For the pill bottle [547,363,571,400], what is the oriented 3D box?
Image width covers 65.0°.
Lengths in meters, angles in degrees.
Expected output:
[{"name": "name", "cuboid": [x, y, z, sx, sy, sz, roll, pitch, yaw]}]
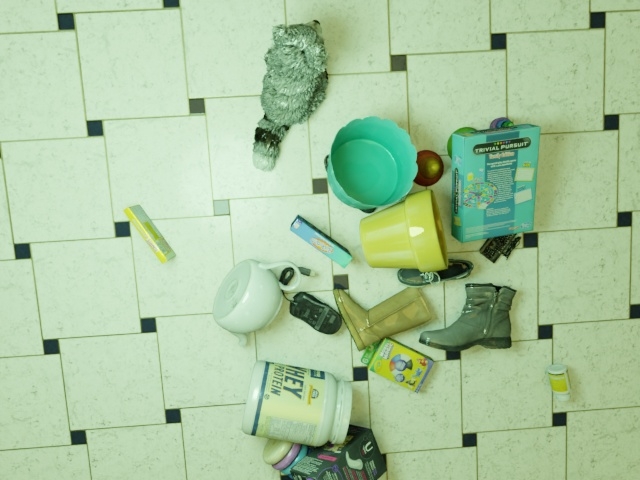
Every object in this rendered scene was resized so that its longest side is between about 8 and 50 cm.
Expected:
[{"name": "pill bottle", "cuboid": [0.838, 0.497, 1.756, 0.065, 0.065, 0.116, -16, 97, -1]}]

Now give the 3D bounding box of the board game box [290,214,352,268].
[{"name": "board game box", "cuboid": [0.000, 0.000, 1.607, 0.210, 0.160, 0.047, 35, 95, -6]}]

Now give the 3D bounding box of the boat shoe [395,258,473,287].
[{"name": "boat shoe", "cuboid": [0.379, 0.104, 1.665, 0.254, 0.079, 0.095, -2, 74, -3]}]

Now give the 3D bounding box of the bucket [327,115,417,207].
[{"name": "bucket", "cuboid": [0.150, -0.227, 1.551, 0.281, 0.183, 0.281, 0, 86, -7]}]

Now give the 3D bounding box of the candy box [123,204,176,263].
[{"name": "candy box", "cuboid": [-0.544, -0.022, 1.607, 0.027, 0.105, 0.206, -34, 97, 2]}]

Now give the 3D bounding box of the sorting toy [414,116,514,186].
[{"name": "sorting toy", "cuboid": [0.462, -0.292, 1.609, 0.365, 0.126, 0.127, -29, 97, 2]}]

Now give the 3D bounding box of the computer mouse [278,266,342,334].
[{"name": "computer mouse", "cuboid": [-0.033, 0.191, 1.683, 0.262, 0.060, 0.184, 22, 100, 6]}]

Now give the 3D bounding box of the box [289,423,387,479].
[{"name": "box", "cuboid": [0.062, 0.751, 1.646, 0.270, 0.143, 0.165, -24, 96, -38]}]

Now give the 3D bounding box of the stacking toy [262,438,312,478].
[{"name": "stacking toy", "cuboid": [-0.040, 0.793, 1.727, 0.141, 0.141, 0.330, -44, 102, 3]}]

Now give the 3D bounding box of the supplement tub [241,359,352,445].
[{"name": "supplement tub", "cuboid": [-0.076, 0.532, 1.633, 0.325, 0.235, 0.235, 11, 97, -4]}]

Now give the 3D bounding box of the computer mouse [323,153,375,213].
[{"name": "computer mouse", "cuboid": [0.097, -0.185, 1.648, 0.071, 0.041, 0.242, -43, 96, 4]}]

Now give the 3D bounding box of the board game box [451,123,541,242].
[{"name": "board game box", "cuboid": [0.543, -0.178, 1.571, 0.253, 0.079, 0.336, -9, 112, -10]}]

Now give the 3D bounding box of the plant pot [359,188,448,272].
[{"name": "plant pot", "cuboid": [0.258, -0.015, 1.581, 0.239, 0.254, 0.254, -11, 98, 18]}]

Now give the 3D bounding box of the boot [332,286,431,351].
[{"name": "boot", "cuboid": [0.202, 0.218, 1.687, 0.269, 0.089, 0.236, -26, 92, -5]}]

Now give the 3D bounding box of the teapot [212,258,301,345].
[{"name": "teapot", "cuboid": [-0.205, 0.191, 1.600, 0.187, 0.256, 0.252, 32, 61, -28]}]

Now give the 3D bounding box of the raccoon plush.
[{"name": "raccoon plush", "cuboid": [-0.086, -0.416, 1.480, 0.216, 0.299, 0.446, 8, 97, -4]}]

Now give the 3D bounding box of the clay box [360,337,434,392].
[{"name": "clay box", "cuboid": [0.261, 0.417, 1.725, 0.222, 0.053, 0.127, 26, 95, -6]}]

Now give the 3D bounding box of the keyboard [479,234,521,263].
[{"name": "keyboard", "cuboid": [0.632, -0.009, 1.697, 0.100, 0.038, 0.192, 35, 95, -6]}]

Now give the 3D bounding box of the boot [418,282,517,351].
[{"name": "boot", "cuboid": [0.491, 0.250, 1.697, 0.338, 0.118, 0.223, -1, 94, -14]}]
